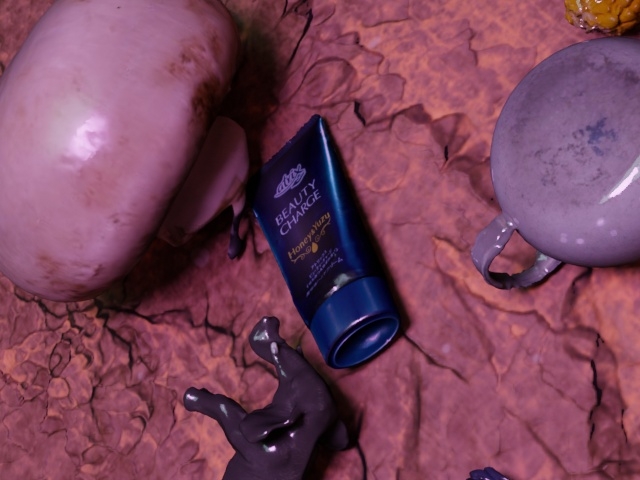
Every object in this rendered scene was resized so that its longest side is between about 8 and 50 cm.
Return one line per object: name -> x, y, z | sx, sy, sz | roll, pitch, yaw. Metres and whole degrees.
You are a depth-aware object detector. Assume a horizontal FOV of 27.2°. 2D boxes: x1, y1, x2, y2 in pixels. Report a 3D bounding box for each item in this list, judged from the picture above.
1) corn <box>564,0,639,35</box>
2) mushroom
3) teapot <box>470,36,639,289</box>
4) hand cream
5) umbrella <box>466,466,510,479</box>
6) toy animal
corn -> 0.305, -0.317, 1.153 | 0.102, 0.102, 0.313 | 22, 89, 41
mushroom -> -0.195, -0.096, 1.362 | 0.362, 0.294, 0.362 | -53, 18, 26
teapot -> 0.238, -0.069, 1.089 | 0.294, 0.129, 0.193 | -48, 51, 15
hand cream -> 0.000, 0.000, 1.295 | 0.120, 0.061, 0.270 | -44, 44, 22
umbrella -> 0.194, 0.249, 1.033 | 0.248, 0.071, 0.071 | 23, 87, 42
toy animal -> -0.054, 0.196, 1.228 | 0.146, 0.114, 0.245 | 18, 105, 47
